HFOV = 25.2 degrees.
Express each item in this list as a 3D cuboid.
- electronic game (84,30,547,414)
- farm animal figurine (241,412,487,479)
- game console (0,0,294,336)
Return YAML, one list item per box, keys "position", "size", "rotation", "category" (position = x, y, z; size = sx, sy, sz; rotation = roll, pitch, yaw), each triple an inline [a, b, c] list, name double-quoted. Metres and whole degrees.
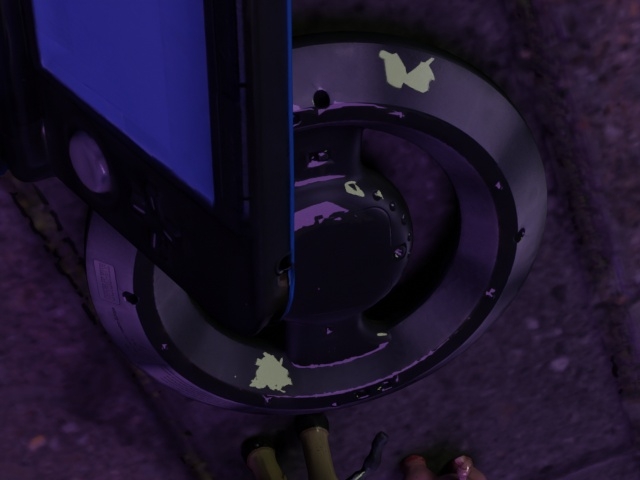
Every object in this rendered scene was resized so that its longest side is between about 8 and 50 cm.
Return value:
- position: [0.000, 0.000, 0.698]
  size: [0.229, 0.048, 0.229]
  rotation: [-8, 129, -9]
  category: "electronic game"
- position: [0.014, 0.290, 0.857]
  size: [0.326, 0.172, 0.330]
  rotation: [-39, 128, 17]
  category: "farm animal figurine"
- position: [-0.148, -0.102, 0.501]
  size: [0.173, 0.250, 0.293]
  rotation: [-27, 137, -29]
  category: "game console"
